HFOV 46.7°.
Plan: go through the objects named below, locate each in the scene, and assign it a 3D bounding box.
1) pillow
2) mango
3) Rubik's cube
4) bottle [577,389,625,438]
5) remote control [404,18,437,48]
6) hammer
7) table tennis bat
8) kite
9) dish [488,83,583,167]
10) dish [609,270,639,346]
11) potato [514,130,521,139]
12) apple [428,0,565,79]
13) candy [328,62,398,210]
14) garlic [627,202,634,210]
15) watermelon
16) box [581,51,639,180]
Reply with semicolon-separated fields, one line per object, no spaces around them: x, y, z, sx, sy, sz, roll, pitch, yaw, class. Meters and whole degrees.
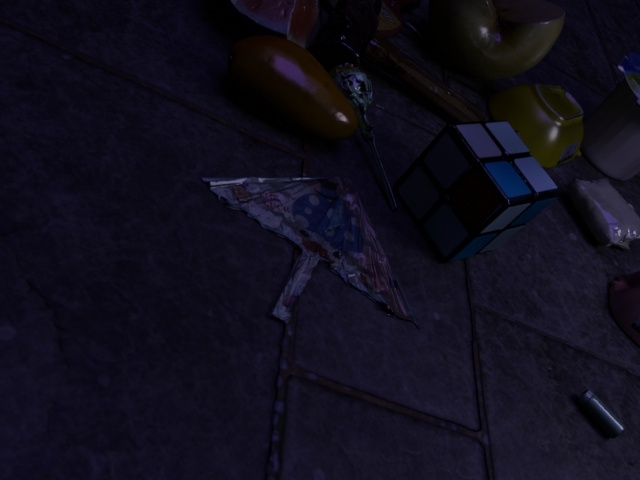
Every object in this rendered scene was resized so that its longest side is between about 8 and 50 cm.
0.615;-0.065;1.605;0.134;0.078;0.181;-1;54;-37;pillow
-0.040;-0.259;1.260;0.253;0.113;0.138;32;42;-12;mango
0.269;-0.088;1.290;0.167;0.183;0.180;-12;64;-41;Rubik's cube
0.461;0.285;1.220;0.083;0.030;0.030;48;42;10;bottle
0.240;-0.489;1.746;0.096;0.014;0.039;40;41;1;remote control
0.177;-0.341;1.523;0.409;0.095;0.242;33;48;-19;hammer
0.120;-0.539;1.688;0.310;0.038;0.200;-21;70;-42;table tennis bat
0.000;0.000;1.139;0.406;0.014;0.368;34;41;-7;kite
0.524;-0.286;1.709;0.263;0.108;0.221;-8;61;-40;dish
0.679;0.132;1.470;0.214;0.090;0.213;20;46;-22;dish
0.392;-0.150;1.539;0.120;0.081;0.149;67;21;-14;potato
0.380;-0.500;1.696;0.295;0.233;0.257;27;28;-16;apple
0.081;-0.187;1.331;0.091;0.083;0.305;1;62;-38;candy
0.688;-0.055;1.683;0.053;0.041;0.083;35;48;-26;garlic
-0.089;-0.455;1.359;0.256;0.176;0.260;37;60;-25;watermelon
0.746;-0.292;1.805;0.263;0.206;0.291;9;49;-33;box
